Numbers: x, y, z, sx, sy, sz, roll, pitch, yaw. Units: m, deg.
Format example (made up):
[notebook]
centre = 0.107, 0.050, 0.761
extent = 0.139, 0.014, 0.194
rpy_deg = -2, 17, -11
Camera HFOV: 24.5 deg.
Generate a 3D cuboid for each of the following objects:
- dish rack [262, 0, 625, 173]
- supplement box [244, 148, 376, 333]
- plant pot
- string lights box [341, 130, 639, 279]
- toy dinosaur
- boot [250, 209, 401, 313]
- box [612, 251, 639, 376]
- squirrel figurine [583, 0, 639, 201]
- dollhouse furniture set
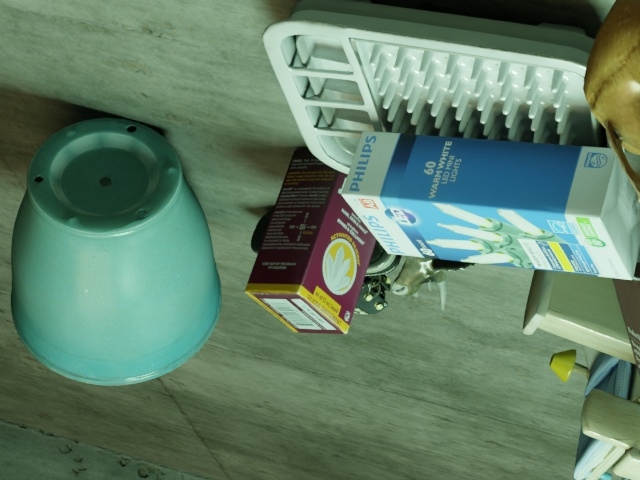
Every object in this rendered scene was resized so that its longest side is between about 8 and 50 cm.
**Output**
[dish rack]
centre = 0.130, -0.135, 1.398
extent = 0.333, 0.072, 0.285
rpy_deg = 12, 156, 19
[supplement box]
centre = 0.000, 0.000, 1.665
extent = 0.081, 0.188, 0.104
rpy_deg = 0, 151, 38
[plant pot]
centre = -0.258, -0.005, 1.810
extent = 0.271, 0.272, 0.255
rpy_deg = 16, 142, 9
[string lights box]
centre = 0.167, -0.035, 1.410
extent = 0.259, 0.077, 0.133
rpy_deg = 6, 156, 29
[toy dinosaur]
centre = 0.171, -0.021, 1.618
extent = 0.160, 0.121, 0.313
rpy_deg = 19, 157, -34
[boot]
centre = 0.047, 0.030, 1.842
extent = 0.236, 0.085, 0.178
rpy_deg = 6, 157, 45
[box]
centre = 0.403, 0.102, 1.422
extent = 0.167, 0.203, 0.168
rpy_deg = -18, -168, -4
[squirrel figurine]
centre = 0.404, -0.103, 1.083
extent = 0.370, 0.281, 0.397
rpy_deg = 41, 137, -23
[dollhouse furniture set]
centre = 0.292, 0.172, 1.699
extent = 0.198, 0.286, 0.303
rpy_deg = 20, 147, -2
